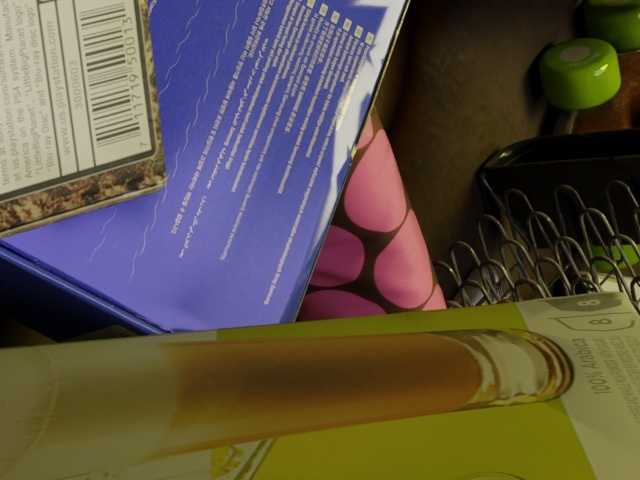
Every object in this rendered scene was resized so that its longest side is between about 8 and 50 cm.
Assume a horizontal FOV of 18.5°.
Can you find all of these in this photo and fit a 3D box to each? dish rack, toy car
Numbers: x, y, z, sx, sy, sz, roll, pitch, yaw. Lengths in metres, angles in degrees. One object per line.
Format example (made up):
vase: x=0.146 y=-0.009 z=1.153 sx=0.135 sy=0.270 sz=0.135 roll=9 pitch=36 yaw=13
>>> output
dish rack: x=0.137 y=0.031 z=1.095 sx=0.271 sy=0.208 sz=0.074 roll=-44 pitch=118 yaw=-41
toy car: x=0.257 y=-0.070 z=1.285 sx=0.149 sy=0.188 sz=0.155 roll=-50 pitch=134 yaw=-42

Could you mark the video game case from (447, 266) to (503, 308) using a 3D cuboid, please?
video game case: x=0.090 y=0.120 z=1.209 sx=0.143 sy=0.019 sz=0.157 roll=-52 pitch=135 yaw=-41

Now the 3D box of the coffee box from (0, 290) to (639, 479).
coffee box: x=-0.029 y=0.236 z=0.636 sx=0.337 sy=0.334 sz=0.338 roll=-98 pitch=-177 yaw=-74

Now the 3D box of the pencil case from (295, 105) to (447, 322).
pencil case: x=0.000 y=0.000 z=0.985 sx=0.095 sy=0.098 sz=0.209 roll=-118 pitch=-176 yaw=-53

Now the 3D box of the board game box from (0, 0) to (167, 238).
board game box: x=-0.206 y=-0.099 z=0.531 sx=0.291 sy=0.141 sz=0.232 roll=-19 pitch=111 yaw=-40

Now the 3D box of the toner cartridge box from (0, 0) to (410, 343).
toner cartridge box: x=-0.048 y=-0.120 z=0.838 sx=0.165 sy=0.075 sz=0.347 roll=31 pitch=66 yaw=-24

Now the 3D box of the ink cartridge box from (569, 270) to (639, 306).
ink cartridge box: x=0.193 y=0.135 z=1.343 sx=0.224 sy=0.045 sz=0.223 roll=13 pitch=85 yaw=-60
